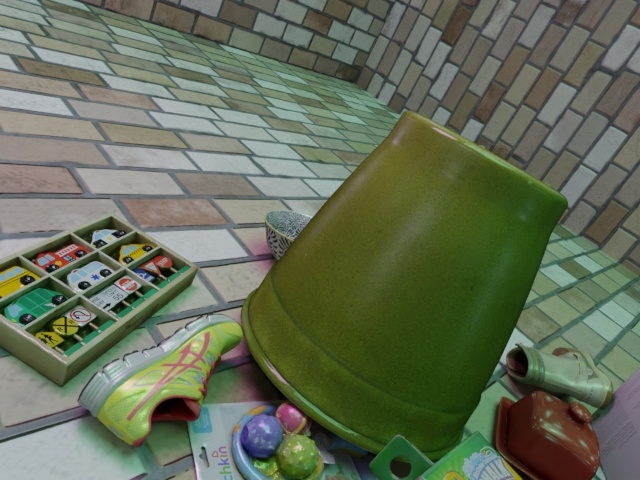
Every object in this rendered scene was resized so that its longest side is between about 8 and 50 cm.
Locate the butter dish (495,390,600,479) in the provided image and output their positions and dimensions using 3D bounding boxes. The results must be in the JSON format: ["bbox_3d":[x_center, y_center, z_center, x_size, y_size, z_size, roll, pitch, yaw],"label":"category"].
[{"bbox_3d":[0.365,0.295,0.751,0.159,0.118,0.160,33,26,12],"label":"butter dish"}]

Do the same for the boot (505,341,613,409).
[{"bbox_3d":[0.448,0.245,0.968,0.165,0.077,0.213,16,9,5],"label":"boot"}]

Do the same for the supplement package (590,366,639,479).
[{"bbox_3d":[0.596,0.360,0.764,0.198,0.199,0.263,26,25,-2],"label":"supplement package"}]

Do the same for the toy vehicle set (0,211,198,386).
[{"bbox_3d":[-0.298,0.056,0.637,0.166,0.035,0.267,31,26,5],"label":"toy vehicle set"}]

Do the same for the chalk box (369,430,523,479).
[{"bbox_3d":[0.141,0.300,0.503,0.132,0.132,0.213,-4,43,-47],"label":"chalk box"}]

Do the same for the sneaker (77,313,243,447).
[{"bbox_3d":[-0.156,0.158,0.556,0.094,0.081,0.208,43,36,16],"label":"sneaker"}]

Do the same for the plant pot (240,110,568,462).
[{"bbox_3d":[0.130,0.030,0.679,0.366,0.353,0.366,26,16,-8],"label":"plant pot"}]

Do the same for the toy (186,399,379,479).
[{"bbox_3d":[-0.024,0.228,0.567,0.237,0.056,0.137,11,30,-31],"label":"toy"}]

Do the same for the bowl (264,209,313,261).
[{"bbox_3d":[-0.034,0.014,0.910,0.170,0.080,0.170,18,20,-7],"label":"bowl"}]
